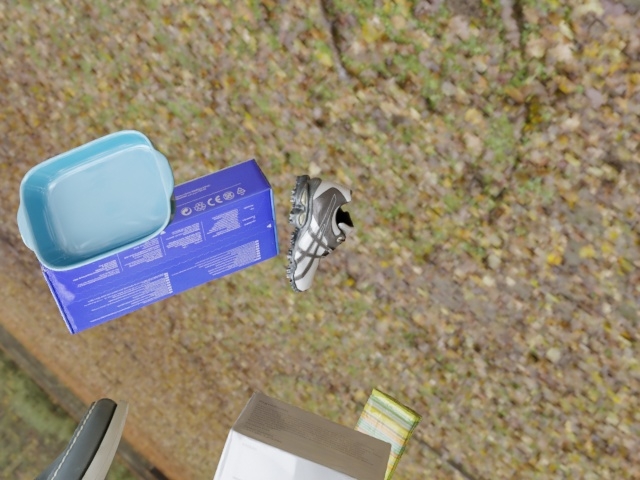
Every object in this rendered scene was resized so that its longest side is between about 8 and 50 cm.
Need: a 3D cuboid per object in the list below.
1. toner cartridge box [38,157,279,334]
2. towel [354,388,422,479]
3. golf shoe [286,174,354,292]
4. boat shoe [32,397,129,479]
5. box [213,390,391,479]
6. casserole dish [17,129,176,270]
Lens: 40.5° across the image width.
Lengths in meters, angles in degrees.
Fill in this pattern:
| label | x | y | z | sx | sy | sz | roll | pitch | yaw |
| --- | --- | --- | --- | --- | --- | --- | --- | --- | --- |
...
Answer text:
| label | x | y | z | sx | sy | sz | roll | pitch | yaw |
| --- | --- | --- | --- | --- | --- | --- | --- | --- | --- |
| toner cartridge box | -0.239 | 0.009 | 1.319 | 0.165 | 0.348 | 0.075 | 89 | 155 | -52 |
| towel | 0.064 | 0.342 | 1.278 | 0.021 | 0.237 | 0.102 | 24 | -179 | -39 |
| golf shoe | 0.000 | 0.000 | 1.251 | 0.094 | 0.077 | 0.198 | 6 | 129 | 0 |
| boat shoe | -0.289 | 0.277 | 0.816 | 0.099 | 0.319 | 0.116 | 27 | 155 | 1 |
| box | -0.033 | 0.302 | 1.009 | 0.182 | 0.180 | 0.119 | 20 | -165 | 5 |
| casserole dish | -0.221 | -0.039 | 0.876 | 0.037 | 0.188 | 0.114 | -6 | -102 | -70 |
